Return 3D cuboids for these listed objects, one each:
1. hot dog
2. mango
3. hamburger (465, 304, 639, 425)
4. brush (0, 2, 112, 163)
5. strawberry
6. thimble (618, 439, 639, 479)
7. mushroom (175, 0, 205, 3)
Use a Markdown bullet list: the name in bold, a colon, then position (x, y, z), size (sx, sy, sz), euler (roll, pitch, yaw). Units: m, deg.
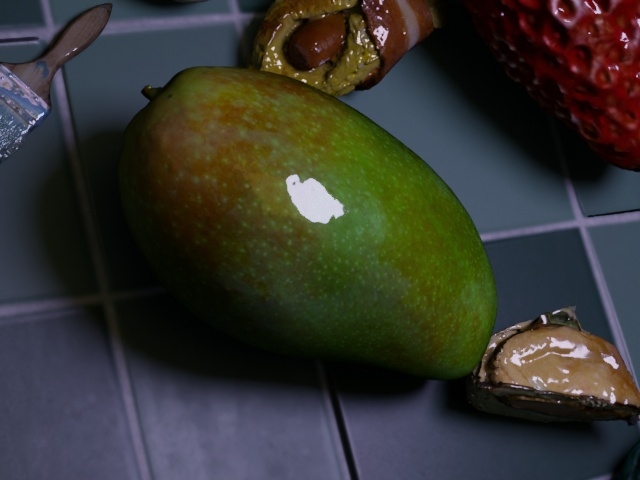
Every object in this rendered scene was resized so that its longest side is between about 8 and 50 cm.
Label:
- **hot dog**: position (0.040, -0.217, 1.344), size (0.123, 0.093, 0.261), euler (49, 60, -3)
- **mango**: position (0.000, 0.000, 1.197), size (0.382, 0.201, 0.225), euler (33, 40, -22)
- **hamburger**: position (0.214, 0.117, 1.320), size (0.176, 0.087, 0.102), euler (8, 58, -15)
- **brush**: position (-0.243, -0.148, 1.237), size (0.070, 0.021, 0.196), euler (42, 59, -5)
- **strawberry**: position (0.280, -0.256, 1.364), size (0.310, 0.292, 0.292), euler (41, 61, -1)
- **thimble**: position (0.421, 0.256, 1.313), size (0.288, 0.167, 0.254), euler (-27, 86, -28)
- **mushroom**: position (-0.111, -0.292, 1.288), size (0.154, 0.122, 0.154), euler (-16, 124, -25)
